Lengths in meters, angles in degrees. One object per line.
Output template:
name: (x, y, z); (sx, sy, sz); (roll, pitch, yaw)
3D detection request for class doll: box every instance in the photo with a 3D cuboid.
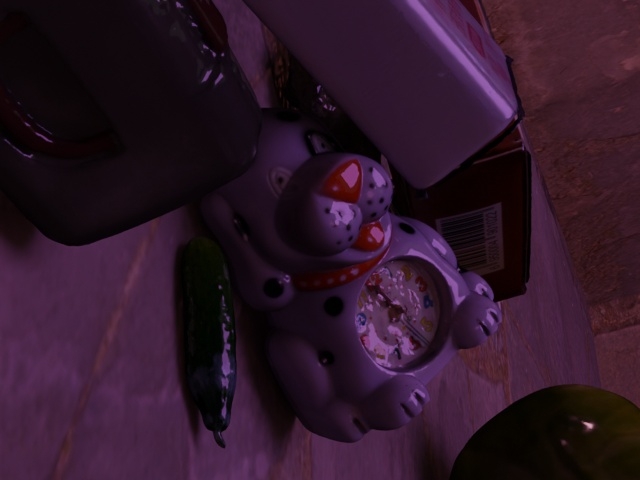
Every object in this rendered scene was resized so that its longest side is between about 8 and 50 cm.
doll: (0.036, -0.092, 1.195); (0.286, 0.091, 0.203); (46, 44, -60)

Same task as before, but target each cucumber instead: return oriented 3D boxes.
cucumber: (-0.074, 0.062, 0.772); (0.037, 0.037, 0.155); (45, 33, -58)

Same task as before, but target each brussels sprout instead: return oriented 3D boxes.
brussels sprout: (0.291, 0.342, 1.232); (0.355, 0.289, 0.281); (53, 3, 33)

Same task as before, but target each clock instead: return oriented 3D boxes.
clock: (0.003, 0.002, 0.877); (0.254, 0.188, 0.189); (60, 21, -24)

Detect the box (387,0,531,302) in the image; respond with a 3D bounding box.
box: (0.120, -0.161, 1.268); (0.344, 0.122, 0.385); (70, 5, -63)

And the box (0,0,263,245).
box: (-0.129, -0.111, 0.576); (0.129, 0.148, 0.210); (-105, 168, -46)

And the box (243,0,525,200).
box: (-0.004, -0.208, 0.839); (0.370, 0.112, 0.190); (48, 21, -14)

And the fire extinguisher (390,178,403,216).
fire extinguisher: (0.127, -0.013, 1.488); (0.173, 0.035, 0.049); (52, 24, -45)
